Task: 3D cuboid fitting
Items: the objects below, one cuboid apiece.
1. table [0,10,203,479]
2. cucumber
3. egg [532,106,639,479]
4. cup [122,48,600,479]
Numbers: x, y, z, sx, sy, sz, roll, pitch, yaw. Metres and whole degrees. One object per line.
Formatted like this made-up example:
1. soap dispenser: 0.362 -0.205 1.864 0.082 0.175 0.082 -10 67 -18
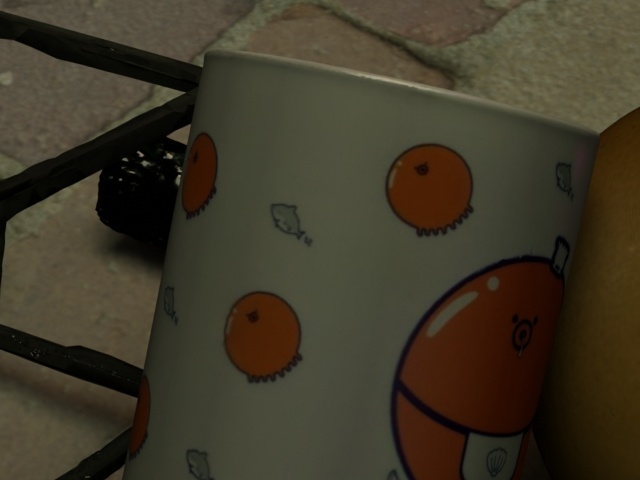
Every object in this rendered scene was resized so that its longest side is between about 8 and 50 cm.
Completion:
1. table: -0.254 -0.006 1.118 0.335 0.222 0.272 18 24 22
2. cucumber: 0.000 0.000 1.299 0.303 0.072 0.081 17 47 15
3. egg: 0.236 0.059 1.120 0.250 0.250 0.322 4 50 3
4. cup: 0.009 0.076 1.047 0.212 0.317 0.212 12 2 0
